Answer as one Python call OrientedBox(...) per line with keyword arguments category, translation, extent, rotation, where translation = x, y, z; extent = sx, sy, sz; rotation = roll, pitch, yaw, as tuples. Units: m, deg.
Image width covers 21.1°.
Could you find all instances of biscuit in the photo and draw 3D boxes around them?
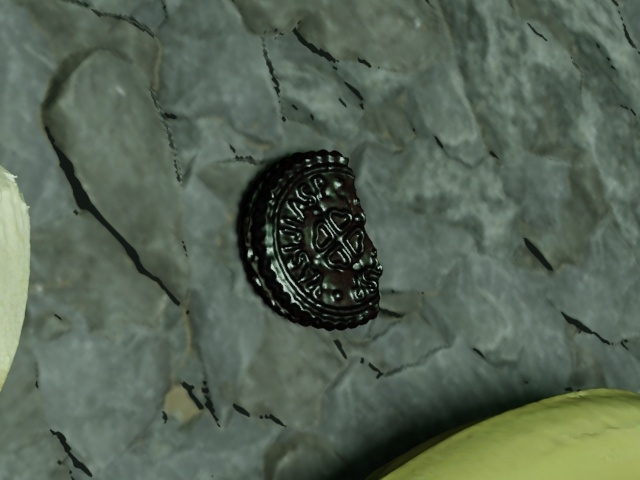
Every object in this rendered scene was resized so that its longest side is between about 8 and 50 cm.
OrientedBox(category="biscuit", translation=(0.000, 0.000, 0.858), extent=(0.087, 0.027, 0.089), rotation=(29, 67, -23))

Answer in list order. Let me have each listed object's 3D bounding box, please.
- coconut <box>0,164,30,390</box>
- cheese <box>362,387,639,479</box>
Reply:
OrientedBox(category="coconut", translation=(-0.189, 0.018, 0.662), extent=(0.162, 0.161, 0.161), rotation=(22, 69, -48))
OrientedBox(category="cheese", translation=(0.080, 0.206, 0.812), extent=(0.316, 0.128, 0.259), rotation=(-3, 84, -30))
